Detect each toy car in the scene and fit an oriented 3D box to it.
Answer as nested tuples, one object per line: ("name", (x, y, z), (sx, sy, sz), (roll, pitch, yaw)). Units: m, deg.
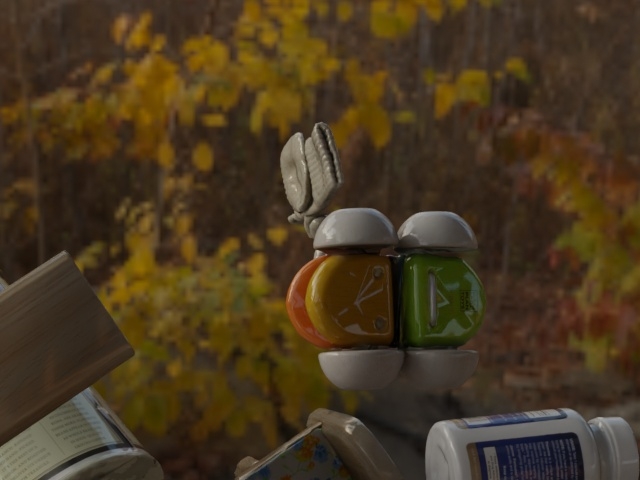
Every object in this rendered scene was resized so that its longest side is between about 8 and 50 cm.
("toy car", (0.056, 0.056, 1.439), (0.182, 0.159, 0.136), (1, -7, -26))

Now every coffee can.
("coffee can", (-0.305, 0.176, 1.479), (0.201, 0.201, 0.275), (-14, 50, -45))

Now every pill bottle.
("pill bottle", (0.130, 0.138, 0.976), (0.120, 0.067, 0.067), (-4, 17, -14))

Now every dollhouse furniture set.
("dollhouse furniture set", (-0.116, 0.219, 0.956), (0.362, 0.394, 0.256), (-34, 3, -10))

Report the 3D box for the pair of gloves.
("pair of gloves", (0.000, 0.000, 1.709), (0.042, 0.240, 0.204), (-11, -1, -11))
